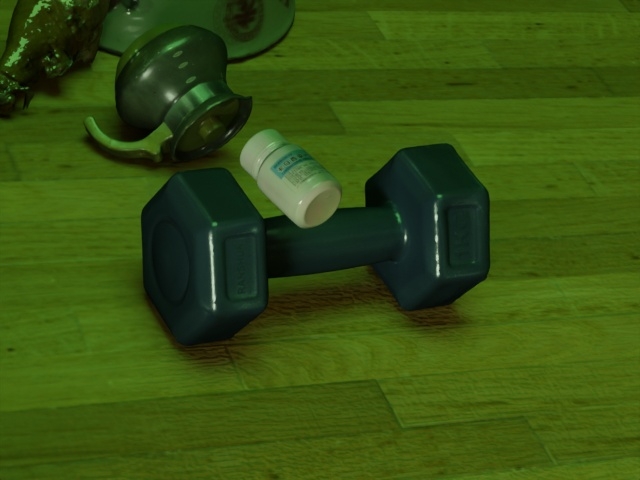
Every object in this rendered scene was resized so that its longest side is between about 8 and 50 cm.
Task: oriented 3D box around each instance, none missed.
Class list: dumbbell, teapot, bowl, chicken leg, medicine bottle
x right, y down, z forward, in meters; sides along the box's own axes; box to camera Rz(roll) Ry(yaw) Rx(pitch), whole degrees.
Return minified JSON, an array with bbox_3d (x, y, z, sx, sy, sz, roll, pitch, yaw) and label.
[{"bbox_3d":[0.000,0.000,1.687,0.316,0.156,0.143,-7,72,-29],"label":"dumbbell"},{"bbox_3d":[-0.153,-0.139,1.852,0.166,0.130,0.119,-35,71,-10],"label":"teapot"},{"bbox_3d":[-0.177,-0.352,2.084,0.337,0.157,0.337,10,36,-7],"label":"bowl"},{"bbox_3d":[-0.288,-0.203,1.908,0.085,0.101,0.207,20,56,11],"label":"chicken leg"},{"bbox_3d":[-0.026,-0.054,1.583,0.052,0.052,0.089,-18,48,-38],"label":"medicine bottle"}]
